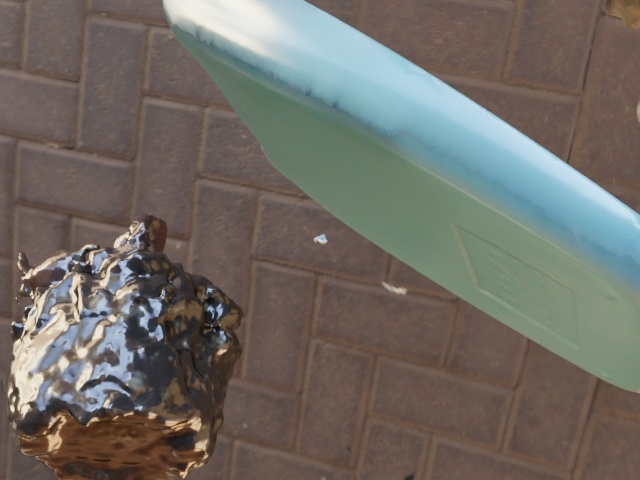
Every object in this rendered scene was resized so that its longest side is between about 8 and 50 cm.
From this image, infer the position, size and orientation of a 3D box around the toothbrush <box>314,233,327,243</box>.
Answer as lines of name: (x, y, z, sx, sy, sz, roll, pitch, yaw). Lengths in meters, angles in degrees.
toothbrush: (0.000, 0.000, 1.367, 0.014, 0.162, 0.017, -14, 89, -4)

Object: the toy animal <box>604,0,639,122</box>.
toy animal: (0.351, -0.315, 0.734, 0.194, 0.344, 0.302, -18, 77, -13)

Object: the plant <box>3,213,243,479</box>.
plant: (-0.174, 0.097, 0.727, 0.204, 0.234, 0.178, -21, 134, 16)

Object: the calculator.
calculator: (0.062, -0.031, 0.491, 0.386, 0.256, 0.054, 34, 81, 28)
